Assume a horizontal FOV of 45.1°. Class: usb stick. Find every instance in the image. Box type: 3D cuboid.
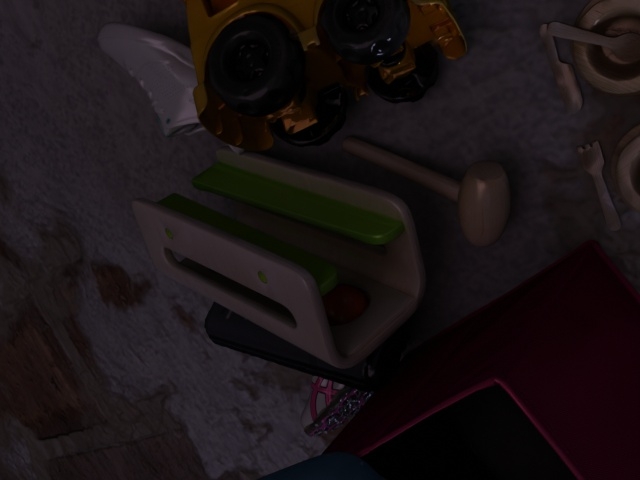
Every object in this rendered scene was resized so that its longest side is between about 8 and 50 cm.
[{"bbox_3d":[-0.026,0.094,0.803,0.278,0.045,0.077,7,70,48],"label":"usb stick"}]

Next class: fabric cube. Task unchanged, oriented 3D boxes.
[{"bbox_3d":[0.174,0.201,0.646,0.254,0.258,0.259,51,127,2],"label":"fabric cube"}]

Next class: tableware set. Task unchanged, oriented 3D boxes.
[{"bbox_3d":[0.252,-0.101,0.600,0.128,0.039,0.194,-16,101,36],"label":"tableware set"}]

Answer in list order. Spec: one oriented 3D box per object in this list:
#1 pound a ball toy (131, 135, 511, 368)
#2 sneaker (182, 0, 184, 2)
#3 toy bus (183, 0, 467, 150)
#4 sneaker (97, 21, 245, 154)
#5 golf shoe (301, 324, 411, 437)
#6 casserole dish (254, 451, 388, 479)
[{"bbox_3d":[0.000,0.000,0.735,0.319,0.208,0.136,21,137,43],"label":"pound a ball toy"},{"bbox_3d":[-0.114,-0.271,0.761,0.042,0.067,0.119,-43,55,39],"label":"sneaker"},{"bbox_3d":[-0.011,-0.207,0.661,0.220,0.149,0.212,-21,75,17],"label":"toy bus"},{"bbox_3d":[-0.153,-0.155,0.791,0.212,0.080,0.094,25,97,20],"label":"sneaker"},{"bbox_3d":[0.024,0.135,0.837,0.086,0.067,0.186,47,122,30],"label":"golf shoe"},{"bbox_3d":[-0.007,0.231,0.589,0.188,0.037,0.114,-33,90,38],"label":"casserole dish"}]
